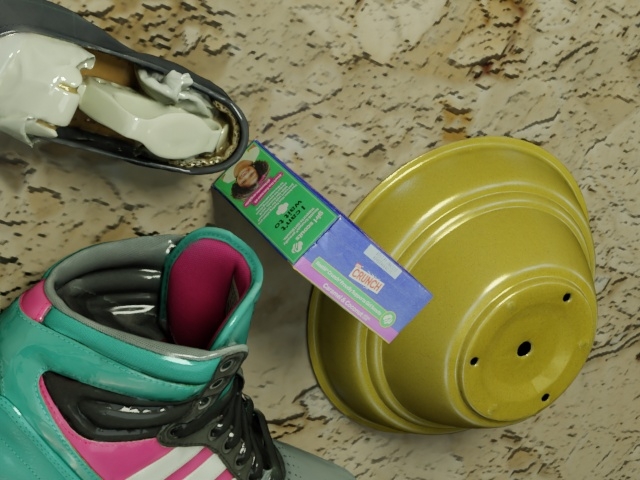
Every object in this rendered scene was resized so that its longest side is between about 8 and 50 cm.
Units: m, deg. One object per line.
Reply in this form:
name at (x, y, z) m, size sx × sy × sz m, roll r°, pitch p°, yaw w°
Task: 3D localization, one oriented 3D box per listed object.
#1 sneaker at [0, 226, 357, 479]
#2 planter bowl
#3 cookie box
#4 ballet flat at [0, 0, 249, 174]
sneaker at (-0.064, 0.086, 0.870) m, size 0.295 × 0.124 × 0.178 m, roll 17°, pitch 115°, yaw -35°
planter bowl at (0.107, 0.050, 0.967) m, size 0.217 × 0.090 × 0.217 m, roll -14°, pitch 121°, yaw -24°
cookie box at (0.000, 0.000, 0.863) m, size 0.040 × 0.107 × 0.092 m, roll -49°, pitch 129°, yaw 1°
ballet flat at (-0.120, -0.075, 0.776) m, size 0.203 × 0.074 × 0.074 m, roll 16°, pitch 106°, yaw -36°
